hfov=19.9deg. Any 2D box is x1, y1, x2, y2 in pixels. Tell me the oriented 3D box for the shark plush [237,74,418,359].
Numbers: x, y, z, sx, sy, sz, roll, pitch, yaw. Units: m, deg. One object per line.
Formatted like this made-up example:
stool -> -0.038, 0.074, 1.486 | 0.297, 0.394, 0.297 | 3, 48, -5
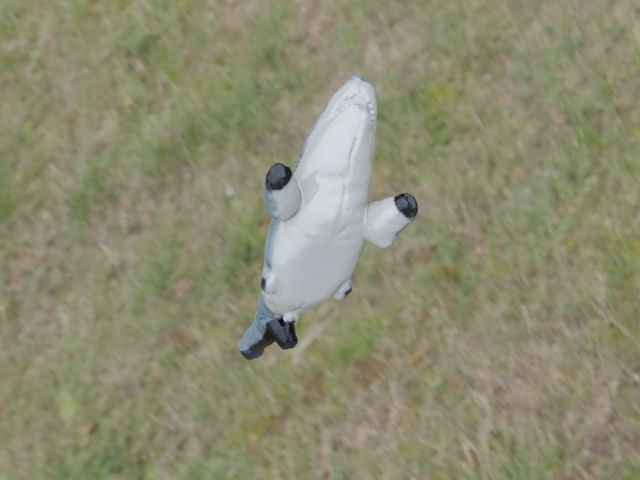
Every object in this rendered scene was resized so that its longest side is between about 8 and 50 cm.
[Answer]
shark plush -> 0.000, 0.000, 0.891 | 0.073, 0.161, 0.067 | 3, 41, -9
